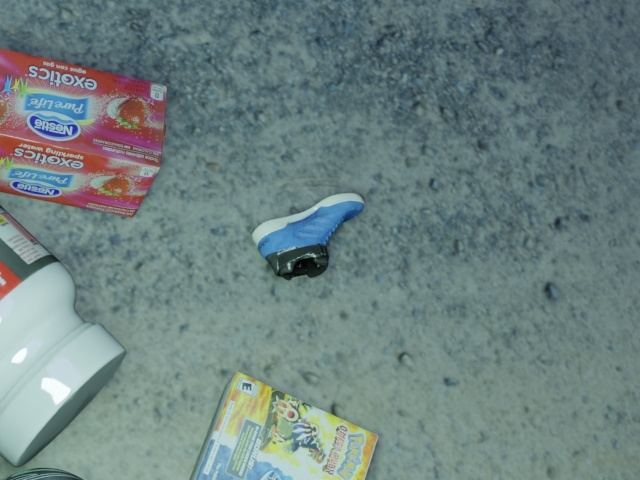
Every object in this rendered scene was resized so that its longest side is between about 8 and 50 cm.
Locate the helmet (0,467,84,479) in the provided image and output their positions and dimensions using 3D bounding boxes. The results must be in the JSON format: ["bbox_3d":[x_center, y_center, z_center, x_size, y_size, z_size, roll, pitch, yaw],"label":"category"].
[{"bbox_3d":[-0.291,0.314,1.776,0.161,0.169,0.169,40,53,-17],"label":"helmet"}]

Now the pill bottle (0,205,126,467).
[{"bbox_3d":[-0.394,0.055,1.850,0.363,0.210,0.210,42,55,5],"label":"pill bottle"}]

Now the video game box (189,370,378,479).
[{"bbox_3d":[-0.049,0.275,1.966,0.187,0.048,0.205,26,56,-10],"label":"video game box"}]

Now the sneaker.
[{"bbox_3d":[0.000,0.001,2.132,0.152,0.058,0.084,-19,65,-25],"label":"sneaker"}]

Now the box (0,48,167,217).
[{"bbox_3d":[-0.319,-0.128,2.034,0.257,0.128,0.122,12,58,-16],"label":"box"}]
